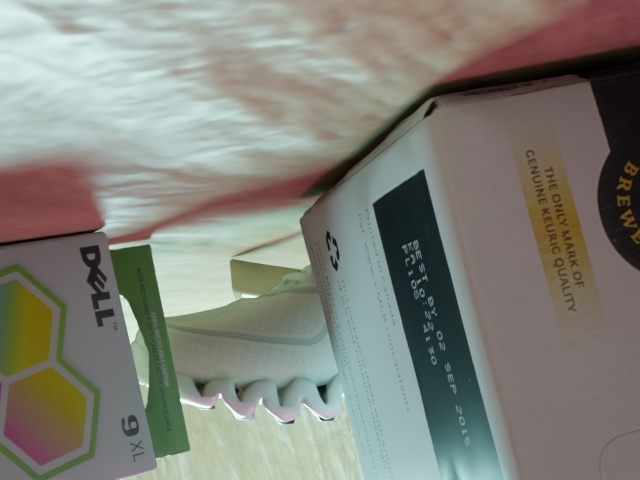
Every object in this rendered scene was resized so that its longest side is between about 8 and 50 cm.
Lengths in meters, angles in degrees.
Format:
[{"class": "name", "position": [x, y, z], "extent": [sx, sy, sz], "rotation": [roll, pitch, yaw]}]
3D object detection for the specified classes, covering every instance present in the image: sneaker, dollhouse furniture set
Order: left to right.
[{"class": "dollhouse furniture set", "position": [0.000, 0.000, 0.864], "extent": [0.114, 0.091, 0.081], "rotation": [8, -132, 28]}, {"class": "sneaker", "position": [0.039, 0.030, 0.761], "extent": [0.292, 0.118, 0.110], "rotation": [-6, -174, -15]}]

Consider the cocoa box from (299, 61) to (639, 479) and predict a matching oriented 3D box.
[{"class": "cocoa box", "position": [0.158, 0.110, 0.588], "extent": [0.227, 0.347, 0.231], "rotation": [-13, 175, -14]}]

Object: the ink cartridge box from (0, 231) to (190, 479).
[{"class": "ink cartridge box", "position": [-0.136, 0.060, 0.607], "extent": [0.209, 0.109, 0.062], "rotation": [-9, 174, -40]}]
